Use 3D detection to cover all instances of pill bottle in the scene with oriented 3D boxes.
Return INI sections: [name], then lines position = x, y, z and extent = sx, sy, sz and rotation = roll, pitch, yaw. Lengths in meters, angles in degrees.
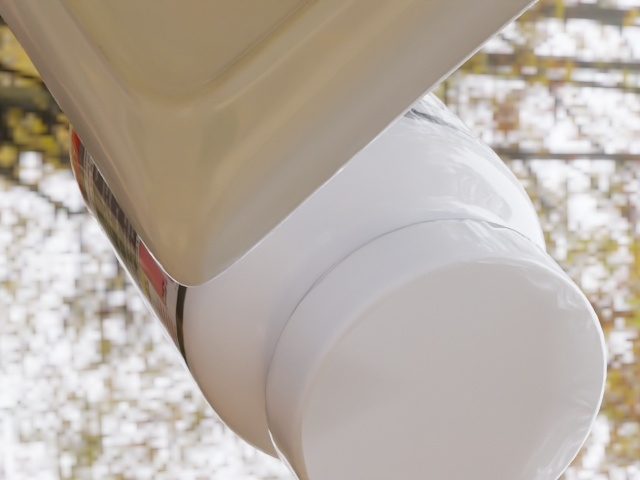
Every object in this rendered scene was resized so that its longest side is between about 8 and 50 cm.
[pill bottle]
position = 0.000, 0.000, 1.119
extent = 0.363, 0.210, 0.210
rotation = -128, -134, -54

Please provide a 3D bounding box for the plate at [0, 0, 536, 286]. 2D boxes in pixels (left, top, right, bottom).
[plate]
position = -0.027, -0.168, 0.769
extent = 0.278, 0.045, 0.277
rotation = -41, -116, 11
